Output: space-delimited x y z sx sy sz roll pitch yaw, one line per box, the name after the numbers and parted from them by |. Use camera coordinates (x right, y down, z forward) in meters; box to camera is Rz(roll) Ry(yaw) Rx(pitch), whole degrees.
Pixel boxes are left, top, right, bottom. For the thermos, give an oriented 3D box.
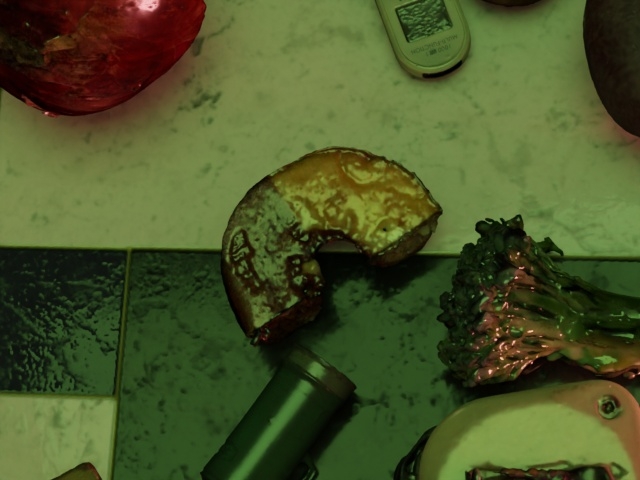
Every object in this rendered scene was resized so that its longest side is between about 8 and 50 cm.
-0.049 0.191 1.711 0.073 0.083 0.188 31 80 37 | thermos

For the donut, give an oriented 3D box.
0.002 -0.001 1.750 0.217 0.085 0.141 -29 72 -3 | donut

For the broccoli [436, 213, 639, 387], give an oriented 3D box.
0.260 0.073 1.684 0.304 0.145 0.165 9 78 -4 | broccoli

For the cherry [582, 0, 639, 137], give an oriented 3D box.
0.351 -0.191 1.712 0.213 0.183 0.266 -22 68 4 | cherry

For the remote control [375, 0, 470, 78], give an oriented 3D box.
0.087 -0.261 1.841 0.078 0.042 0.221 -19 73 0 | remote control

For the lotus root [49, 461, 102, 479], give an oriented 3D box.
-0.172 0.315 1.633 0.074 0.170 0.261 -32 62 -10 | lotus root

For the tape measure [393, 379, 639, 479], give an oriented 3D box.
0.190 0.270 1.625 0.231 0.133 0.271 -11 75 3 | tape measure

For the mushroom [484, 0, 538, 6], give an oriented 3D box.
0.192 -0.288 1.812 0.127 0.087 0.127 -3 73 10 | mushroom

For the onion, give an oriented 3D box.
-0.243 -0.252 1.753 0.276 0.276 0.276 -2 73 6 | onion
